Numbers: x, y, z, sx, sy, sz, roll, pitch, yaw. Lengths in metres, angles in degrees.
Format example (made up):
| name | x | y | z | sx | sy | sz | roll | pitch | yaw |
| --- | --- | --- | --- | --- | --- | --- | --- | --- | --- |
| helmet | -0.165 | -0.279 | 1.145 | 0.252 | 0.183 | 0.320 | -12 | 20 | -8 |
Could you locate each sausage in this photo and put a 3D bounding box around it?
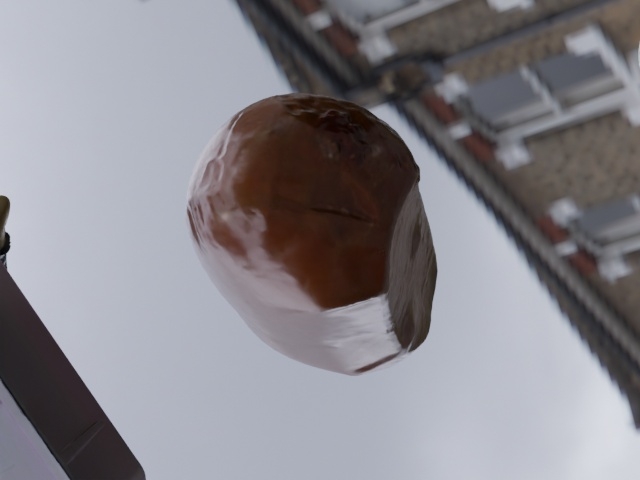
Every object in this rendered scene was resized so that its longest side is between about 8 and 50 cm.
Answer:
| name | x | y | z | sx | sy | sz | roll | pitch | yaw |
| --- | --- | --- | --- | --- | --- | --- | --- | --- | --- |
| sausage | -0.002 | -0.001 | 1.043 | 0.258 | 0.133 | 0.133 | 62 | -159 | -69 |

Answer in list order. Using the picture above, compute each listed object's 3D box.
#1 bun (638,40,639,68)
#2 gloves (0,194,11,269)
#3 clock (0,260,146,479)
| name | x | y | z | sx | sy | sz | roll | pitch | yaw |
| --- | --- | --- | --- | --- | --- | --- | --- | --- | --- |
| bun | 0.255 | -0.130 | 1.244 | 0.055 | 0.086 | 0.086 | -40 | -70 | -88 |
| gloves | -0.245 | 0.042 | 1.199 | 0.106 | 0.129 | 0.181 | 58 | 158 | 33 |
| clock | -0.205 | 0.093 | 1.003 | 0.197 | 0.150 | 0.063 | 56 | -151 | -6 |
